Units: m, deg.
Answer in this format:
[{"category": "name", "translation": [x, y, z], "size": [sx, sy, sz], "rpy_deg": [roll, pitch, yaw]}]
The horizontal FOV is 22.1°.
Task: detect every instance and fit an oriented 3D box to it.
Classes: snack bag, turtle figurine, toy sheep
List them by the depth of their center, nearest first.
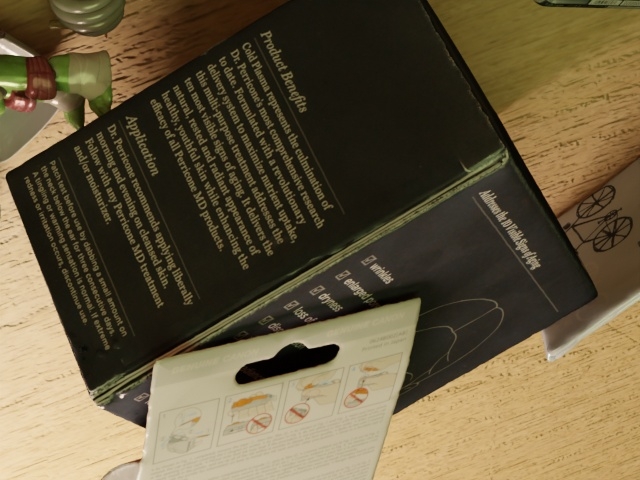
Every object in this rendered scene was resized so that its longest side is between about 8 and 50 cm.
[{"category": "turtle figurine", "translation": [-0.357, -0.121, 1.673], "size": [0.266, 0.274, 0.198], "rpy_deg": [-1, 142, -27]}, {"category": "toy sheep", "translation": [-0.252, -0.265, 1.746], "size": [0.091, 0.091, 0.132], "rpy_deg": [-17, 149, -4]}, {"category": "snack bag", "translation": [0.391, -0.007, 1.994], "size": [0.342, 0.323, 0.037], "rpy_deg": [-37, 110, 13]}]

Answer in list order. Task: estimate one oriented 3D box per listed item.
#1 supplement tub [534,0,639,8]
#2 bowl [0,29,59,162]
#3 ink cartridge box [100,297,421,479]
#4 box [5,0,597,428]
[{"category": "supplement tub", "translation": [0.335, -0.322, 1.857], "size": [0.190, 0.117, 0.117], "rpy_deg": [-2, 128, -16]}, {"category": "bowl", "translation": [-0.366, -0.170, 1.808], "size": [0.142, 0.053, 0.142], "rpy_deg": [-43, 127, 19]}, {"category": "ink cartridge box", "translation": [-0.076, 0.209, 1.731], "size": [0.308, 0.091, 0.385], "rpy_deg": [-12, 134, -28]}, {"category": "box", "translation": [0.000, 0.000, 1.796], "size": [0.472, 0.297, 0.480], "rpy_deg": [-29, 155, 8]}]
